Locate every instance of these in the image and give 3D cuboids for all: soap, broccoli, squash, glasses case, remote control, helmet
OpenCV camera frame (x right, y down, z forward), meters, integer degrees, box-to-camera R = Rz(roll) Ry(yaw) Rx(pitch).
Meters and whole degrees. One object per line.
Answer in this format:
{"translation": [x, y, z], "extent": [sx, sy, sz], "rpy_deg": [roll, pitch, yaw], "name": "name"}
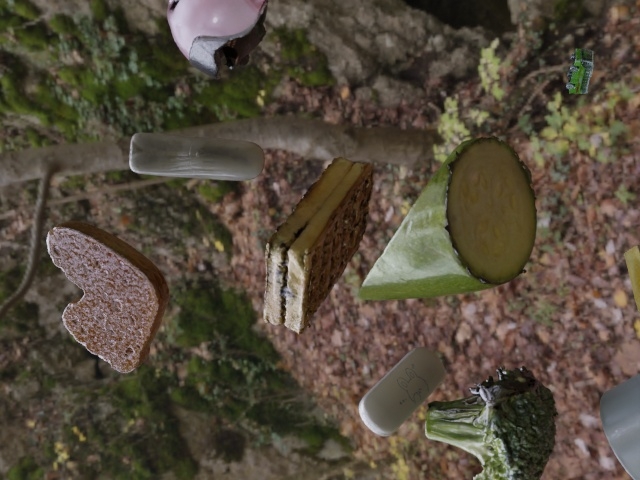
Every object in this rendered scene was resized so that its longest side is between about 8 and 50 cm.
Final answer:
{"translation": [0.630, 0.119, 1.356], "extent": [0.092, 0.037, 0.252], "rpy_deg": [40, -145, -20], "name": "soap"}
{"translation": [0.314, 0.332, 1.349], "extent": [0.263, 0.243, 0.247], "rpy_deg": [-56, -50, -44], "name": "broccoli"}
{"translation": [0.121, -0.018, 0.910], "extent": [0.260, 0.189, 0.189], "rpy_deg": [-6, 94, 51], "name": "squash"}
{"translation": [0.164, 0.294, 1.430], "extent": [0.092, 0.233, 0.059], "rpy_deg": [47, 137, 11], "name": "glasses case"}
{"translation": [-0.209, -0.144, 1.236], "extent": [0.044, 0.229, 0.073], "rpy_deg": [170, 104, -80], "name": "remote control"}
{"translation": [-0.132, -0.358, 1.041], "extent": [0.198, 0.154, 0.253], "rpy_deg": [-61, 3, -41], "name": "helmet"}

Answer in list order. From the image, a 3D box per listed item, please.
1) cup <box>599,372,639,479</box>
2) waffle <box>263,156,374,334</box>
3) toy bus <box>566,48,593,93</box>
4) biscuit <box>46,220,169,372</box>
{"translation": [0.640, 0.268, 1.164], "extent": [0.312, 0.205, 0.205], "rpy_deg": [-45, 44, 37], "name": "cup"}
{"translation": [0.001, 0.000, 1.355], "extent": [0.308, 0.091, 0.213], "rpy_deg": [-55, -21, -44], "name": "waffle"}
{"translation": [0.420, -0.272, 1.168], "extent": [0.083, 0.037, 0.031], "rpy_deg": [71, -152, -60], "name": "toy bus"}
{"translation": [-0.426, 0.106, 1.414], "extent": [0.277, 0.262, 0.052], "rpy_deg": [-66, -8, 31], "name": "biscuit"}
